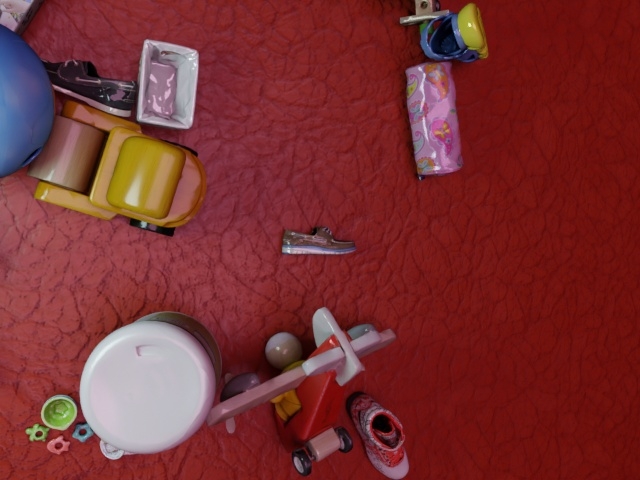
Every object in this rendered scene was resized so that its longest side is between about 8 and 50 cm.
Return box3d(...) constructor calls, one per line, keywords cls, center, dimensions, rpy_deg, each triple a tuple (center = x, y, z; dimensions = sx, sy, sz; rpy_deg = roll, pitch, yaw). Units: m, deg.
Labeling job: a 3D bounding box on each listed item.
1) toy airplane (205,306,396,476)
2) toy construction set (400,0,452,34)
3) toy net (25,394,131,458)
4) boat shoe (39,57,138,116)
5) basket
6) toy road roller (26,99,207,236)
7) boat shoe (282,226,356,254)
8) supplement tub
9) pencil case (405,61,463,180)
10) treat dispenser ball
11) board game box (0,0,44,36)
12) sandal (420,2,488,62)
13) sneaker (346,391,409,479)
box3d(cls="toy airplane", center=(-0.030, 0.287, 1.277), dimensions=(0.384, 0.272, 0.386), rpy_deg=(-47, 143, 0))
box3d(cls="toy construction set", center=(0.192, -0.604, 1.363), dimensions=(0.309, 0.257, 0.237), rpy_deg=(-3, 107, 0))
box3d(cls="toy net", center=(-0.491, 0.418, 1.234), dimensions=(0.232, 0.045, 0.122), rpy_deg=(34, 81, -19))
box3d(cls="boat shoe", center=(-0.479, -0.325, 1.158), dimensions=(0.233, 0.084, 0.079), rpy_deg=(22, 110, -4))
box3d(cls="basket", center=(-0.327, -0.317, 1.221), dimensions=(0.113, 0.103, 0.167), rpy_deg=(5, 90, -26))
box3d(cls="toy road roller", center=(-0.386, -0.137, 1.138), dimensions=(0.329, 0.240, 0.202), rpy_deg=(18, 86, -21))
box3d(cls="boat shoe", center=(0.000, 0.000, 1.385), dimensions=(0.183, 0.066, 0.066), rpy_deg=(0, 92, -21))
box3d(cls="supplement tub", center=(-0.310, 0.257, 1.130), dimensions=(0.228, 0.316, 0.228), rpy_deg=(0, 88, -6))
box3d(cls="pencil case", center=(0.285, -0.298, 1.452), dimensions=(0.124, 0.124, 0.284), rpy_deg=(-13, 98, -20))
box3d(cls="treat dispenser ball", center=(-0.613, -0.244, 1.005), dimensions=(0.288, 0.288, 0.288), rpy_deg=(-1, 93, -21))
box3d(cls="board game box", center=(-0.623, -0.547, 1.106), dimensions=(0.224, 0.097, 0.303), rpy_deg=(30, 82, -20))
box3d(cls="sandal", center=(0.322, -0.484, 1.388), dimensions=(0.138, 0.317, 0.126), rpy_deg=(-14, 94, 22))
box3d(cls="sneaker", center=(0.164, 0.505, 1.431), dimensions=(0.090, 0.145, 0.270), rpy_deg=(-32, 104, -16))
